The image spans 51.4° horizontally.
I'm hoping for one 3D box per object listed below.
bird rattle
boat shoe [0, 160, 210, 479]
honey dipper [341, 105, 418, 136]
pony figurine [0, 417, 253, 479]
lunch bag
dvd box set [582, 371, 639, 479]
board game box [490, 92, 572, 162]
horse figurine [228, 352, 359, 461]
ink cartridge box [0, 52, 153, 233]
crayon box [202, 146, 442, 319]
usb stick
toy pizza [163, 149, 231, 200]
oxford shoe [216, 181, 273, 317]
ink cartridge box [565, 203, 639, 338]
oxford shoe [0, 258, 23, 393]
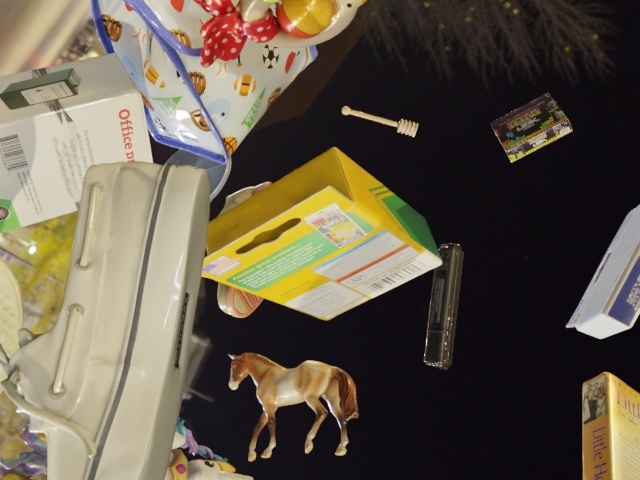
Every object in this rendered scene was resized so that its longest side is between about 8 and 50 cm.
[{"bbox_3d":[-0.050,-0.316,0.915,0.253,0.207,0.143,-41,-126,45],"label":"bird rattle"},{"bbox_3d":[-0.195,0.102,0.537,0.136,0.156,0.367,98,-1,-76],"label":"boat shoe"},{"bbox_3d":[0.121,-0.250,1.374,0.030,0.160,0.030,16,90,-89],"label":"honey dipper"},{"bbox_3d":[-0.332,0.387,1.083,0.351,0.363,0.303,-13,-120,18],"label":"pony figurine"},{"bbox_3d":[-0.197,-0.385,1.151,0.239,0.385,0.328,19,-121,30],"label":"lunch bag"},{"bbox_3d":[0.512,0.440,0.972,0.062,0.307,0.420,-45,-165,41],"label":"dvd box set"},{"bbox_3d":[0.550,-0.298,1.744,0.170,0.048,0.141,-28,-140,15],"label":"board game box"},{"bbox_3d":[-0.039,0.254,1.058,0.263,0.066,0.174,-15,-122,31],"label":"horse figurine"},{"bbox_3d":[-0.426,-0.149,1.045,0.121,0.289,0.211,56,-26,33],"label":"ink cartridge box"},{"bbox_3d":[0.000,0.000,0.852,0.203,0.323,0.083,-28,-118,21],"label":"crayon box"},{"bbox_3d":[0.275,0.146,1.484,0.077,0.045,0.278,-11,-111,62],"label":"usb stick"},{"bbox_3d":[-0.269,-0.127,1.403,0.201,0.032,0.201,-16,-127,22],"label":"toy pizza"},{"bbox_3d":[-0.191,0.025,1.547,0.146,0.140,0.397,-8,-141,16],"label":"oxford shoe"},{"bbox_3d":[0.441,0.033,0.944,0.223,0.045,0.224,-60,167,-5],"label":"ink cartridge box"},{"bbox_3d":[-0.491,0.186,0.840,0.449,0.169,0.130,-64,-145,26],"label":"oxford shoe"}]
